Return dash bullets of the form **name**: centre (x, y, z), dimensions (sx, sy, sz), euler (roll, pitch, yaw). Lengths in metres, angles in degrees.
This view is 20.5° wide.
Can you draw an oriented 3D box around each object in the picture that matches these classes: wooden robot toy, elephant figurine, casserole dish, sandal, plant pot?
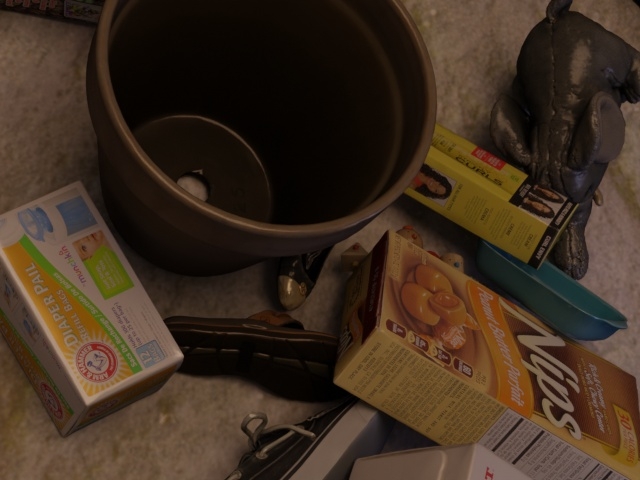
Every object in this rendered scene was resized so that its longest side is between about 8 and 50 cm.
- **wooden robot toy**: centre (0.101, 0.015, 1.853), dimensions (0.173, 0.076, 0.079), euler (16, 52, -14)
- **elephant figurine**: centre (0.267, -0.114, 1.913), dimensions (0.186, 0.169, 0.239), euler (28, 56, -14)
- **casserole dish**: centre (0.236, 0.053, 1.855), dimensions (0.188, 0.037, 0.114), euler (36, 16, 30)
- **sandal**: centre (-0.059, 0.104, 1.754), dimensions (0.219, 0.090, 0.060), euler (9, 42, -10)
- **plant pot**: centre (-0.090, -0.099, 1.704), dimensions (0.323, 0.280, 0.323), euler (9, 64, -18)

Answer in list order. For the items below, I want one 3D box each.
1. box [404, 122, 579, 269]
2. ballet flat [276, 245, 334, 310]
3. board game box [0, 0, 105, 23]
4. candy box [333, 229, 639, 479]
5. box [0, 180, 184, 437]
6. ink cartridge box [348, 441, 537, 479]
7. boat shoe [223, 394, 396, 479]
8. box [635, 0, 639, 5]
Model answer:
- **box**: centre (0.151, -0.061, 1.867), dimensions (0.232, 0.058, 0.087), euler (31, 31, 10)
- **ballet flat**: centre (0.000, 0.000, 1.821), dimensions (0.049, 0.057, 0.173), euler (7, 54, 29)
- **board game box**: centre (-0.172, -0.347, 1.830), dimensions (0.291, 0.141, 0.232), euler (9, 72, -11)
- **candy box**: centre (0.170, 0.139, 1.754), dimensions (0.316, 0.087, 0.183), euler (30, 30, -13)
- **box**: centre (-0.235, 0.066, 1.676), dimensions (0.114, 0.103, 0.203), euler (-27, 79, -29)
- **ink cartridge box**: centre (0.141, 0.315, 1.633), dimensions (0.232, 0.168, 0.171), euler (36, 57, -31)
- **boat shoe**: centre (-0.034, 0.220, 1.686), dimensions (0.105, 0.113, 0.306), euler (29, 48, 20)
- **box**: centre (0.460, -0.312, 2.071), dimensions (0.147, 0.180, 0.077), euler (45, 61, 3)
